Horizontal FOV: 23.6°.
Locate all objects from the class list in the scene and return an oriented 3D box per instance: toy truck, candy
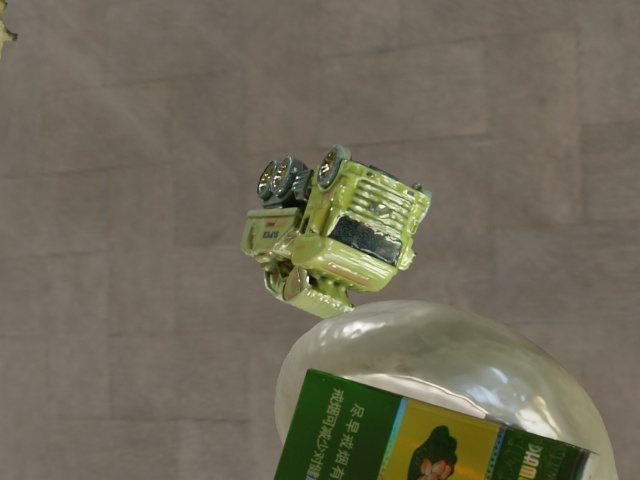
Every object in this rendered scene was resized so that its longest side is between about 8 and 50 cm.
[{"bbox_3d":[0.000,0.000,1.178,0.191,0.085,0.116,-5,63,66],"label":"toy truck"},{"bbox_3d":[0.135,0.191,1.617,0.386,0.427,0.186,14,63,13],"label":"candy"}]

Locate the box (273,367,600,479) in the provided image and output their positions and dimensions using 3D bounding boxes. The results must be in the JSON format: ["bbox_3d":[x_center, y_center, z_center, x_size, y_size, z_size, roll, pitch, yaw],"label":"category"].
[{"bbox_3d":[0.078,0.188,1.146,0.235,0.034,0.132,13,82,26],"label":"box"}]

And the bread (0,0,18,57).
[{"bbox_3d":[-0.245,-0.116,0.679,0.169,0.160,0.140,26,133,15],"label":"bread"}]
